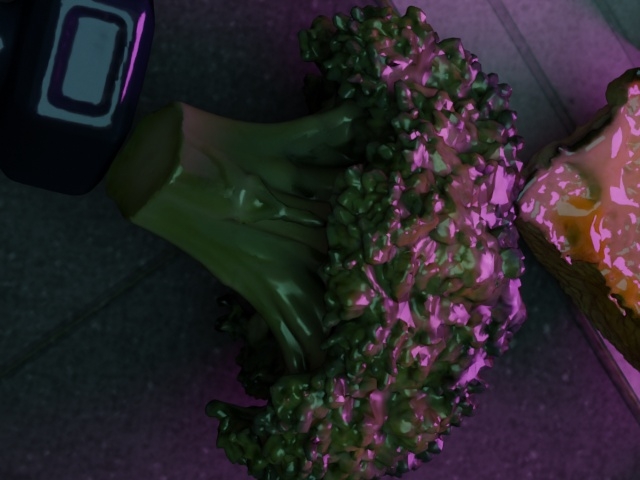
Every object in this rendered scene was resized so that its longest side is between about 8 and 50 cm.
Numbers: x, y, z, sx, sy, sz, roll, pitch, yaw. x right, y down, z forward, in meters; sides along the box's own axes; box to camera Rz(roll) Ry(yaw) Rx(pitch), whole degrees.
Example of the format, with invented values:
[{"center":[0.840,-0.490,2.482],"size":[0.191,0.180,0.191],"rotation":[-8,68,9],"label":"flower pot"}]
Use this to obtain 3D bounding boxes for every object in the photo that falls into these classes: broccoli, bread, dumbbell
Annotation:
[{"center":[0.020,-0.001,1.139],"size":[0.235,0.288,0.260],"rotation":[-17,143,17],"label":"broccoli"},{"center":[0.235,-0.004,1.270],"size":[0.174,0.133,0.251],"rotation":[-45,108,0],"label":"bread"},{"center":[-0.264,-0.135,1.108],"size":[0.325,0.160,0.144],"rotation":[12,122,-17],"label":"dumbbell"}]
